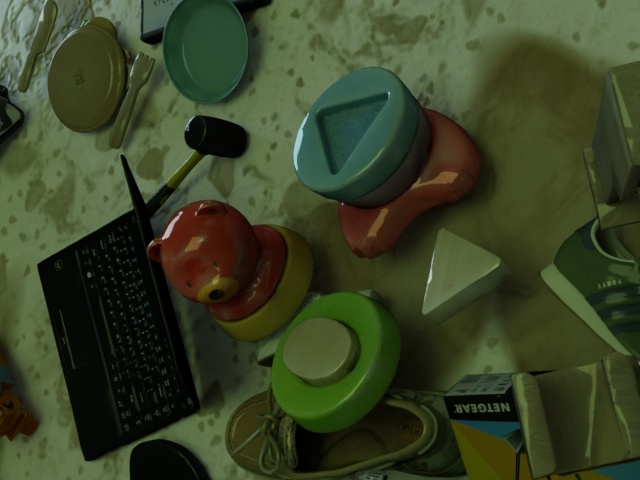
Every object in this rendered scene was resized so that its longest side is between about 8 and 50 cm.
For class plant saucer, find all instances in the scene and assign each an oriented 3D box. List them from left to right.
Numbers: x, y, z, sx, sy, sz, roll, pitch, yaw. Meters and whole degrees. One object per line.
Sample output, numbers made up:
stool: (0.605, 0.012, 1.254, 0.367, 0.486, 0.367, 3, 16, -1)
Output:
plant saucer: (-0.117, -0.205, 1.659, 0.119, 0.021, 0.119, 4, 97, 36)

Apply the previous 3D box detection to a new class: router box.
router box: (0.201, 0.172, 1.268, 0.179, 0.046, 0.133, -8, 108, 38)

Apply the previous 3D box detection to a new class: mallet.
mallet: (-0.146, -0.063, 1.659, 0.190, 0.062, 0.039, -50, 51, 37)

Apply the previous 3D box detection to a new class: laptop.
laptop: (-0.220, 0.077, 1.594, 0.264, 0.136, 0.234, -27, 70, 32)

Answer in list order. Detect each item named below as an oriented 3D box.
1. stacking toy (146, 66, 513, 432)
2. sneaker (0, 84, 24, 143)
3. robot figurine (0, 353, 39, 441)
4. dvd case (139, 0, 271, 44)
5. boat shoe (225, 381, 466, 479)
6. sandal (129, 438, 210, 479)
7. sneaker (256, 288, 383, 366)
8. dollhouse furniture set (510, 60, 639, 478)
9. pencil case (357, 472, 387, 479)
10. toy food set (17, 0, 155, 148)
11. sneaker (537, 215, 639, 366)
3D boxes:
stacking toy: (0.000, 0.000, 1.402, 0.309, 0.130, 0.279, -43, 40, 13)
sneaker: (-0.420, -0.110, 1.846, 0.153, 0.094, 0.235, -25, 54, 42)
robot figurine: (-0.452, 0.168, 1.810, 0.291, 0.085, 0.211, 44, 107, 36)
dvd case: (-0.130, -0.356, 1.721, 0.180, 0.022, 0.253, -13, 72, 36)
boat shoe: (0.012, 0.170, 1.431, 0.285, 0.089, 0.104, -10, 73, 37)
sandal: (-0.147, 0.314, 1.546, 0.097, 0.054, 0.254, -28, 63, 31)
sneaker: (-0.007, 0.071, 1.496, 0.152, 0.053, 0.061, -26, 61, 32)
dollhouse furniture set: (0.314, 0.080, 1.100, 0.362, 0.256, 0.394, -13, 80, 6)
pencil case: (0.083, 0.350, 1.308, 0.133, 0.119, 0.306, -27, 62, 57)
toy food set: (-0.260, -0.187, 1.781, 0.192, 0.038, 0.132, 32, 107, 34)
sneaker: (0.265, 0.051, 1.272, 0.192, 0.064, 0.086, 46, 108, 37)
